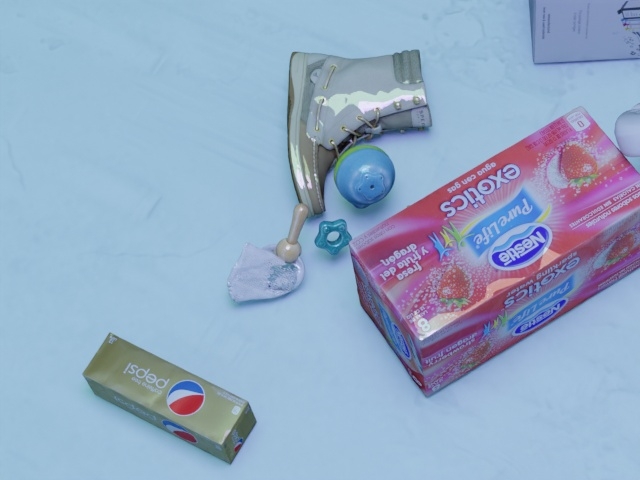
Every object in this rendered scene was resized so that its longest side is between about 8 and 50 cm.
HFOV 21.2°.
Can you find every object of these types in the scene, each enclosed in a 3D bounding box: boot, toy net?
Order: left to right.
[{"bbox_3d":[0.000,0.000,1.902,0.232,0.122,0.045,-35,27,3],"label":"toy net"},{"bbox_3d":[0.046,-0.127,1.961,0.165,0.077,0.213,-2,61,3],"label":"boot"}]

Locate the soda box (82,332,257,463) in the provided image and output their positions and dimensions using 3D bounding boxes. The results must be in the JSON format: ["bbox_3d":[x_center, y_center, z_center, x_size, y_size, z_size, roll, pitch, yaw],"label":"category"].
[{"bbox_3d":[-0.162,0.168,1.834,0.181,0.061,0.058,24,68,19],"label":"soda box"}]

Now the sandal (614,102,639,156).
[{"bbox_3d":[0.481,-0.139,1.853,0.416,0.169,0.102,-19,103,-28],"label":"sandal"}]

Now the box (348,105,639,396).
[{"bbox_3d":[0.195,0.013,1.822,0.300,0.154,0.142,-30,63,-10],"label":"box"}]

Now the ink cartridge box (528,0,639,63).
[{"bbox_3d":[0.357,-0.324,1.971,0.233,0.168,0.171,-3,61,5],"label":"ink cartridge box"}]
